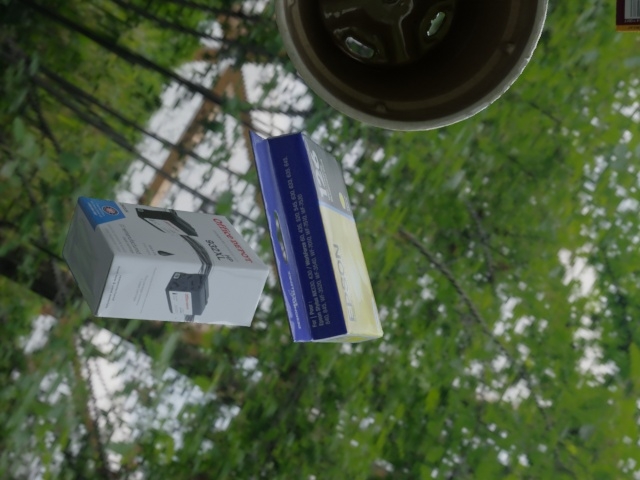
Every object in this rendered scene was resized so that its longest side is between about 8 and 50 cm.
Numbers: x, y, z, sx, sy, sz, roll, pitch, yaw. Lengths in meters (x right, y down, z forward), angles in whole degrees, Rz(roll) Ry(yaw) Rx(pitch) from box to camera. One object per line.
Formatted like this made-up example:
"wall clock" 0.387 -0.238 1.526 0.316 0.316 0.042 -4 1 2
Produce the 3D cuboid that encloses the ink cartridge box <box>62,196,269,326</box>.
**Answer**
"ink cartridge box" -0.282 0.040 1.908 0.223 0.307 0.129 46 -58 49

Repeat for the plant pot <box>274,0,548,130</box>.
"plant pot" 0.107 -0.331 1.410 0.334 0.333 0.305 -57 -172 10

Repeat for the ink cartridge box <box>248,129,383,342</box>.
"ink cartridge box" 0.000 0.000 1.553 0.307 0.072 0.304 24 53 -75

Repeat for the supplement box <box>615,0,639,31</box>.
"supplement box" 0.520 -0.349 1.538 0.104 0.188 0.081 9 -74 39
